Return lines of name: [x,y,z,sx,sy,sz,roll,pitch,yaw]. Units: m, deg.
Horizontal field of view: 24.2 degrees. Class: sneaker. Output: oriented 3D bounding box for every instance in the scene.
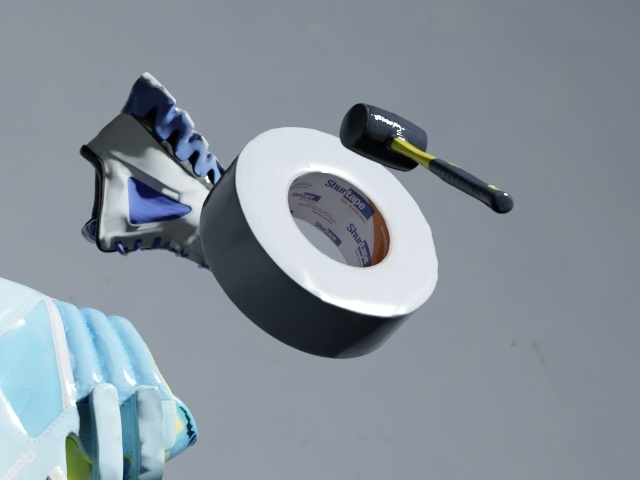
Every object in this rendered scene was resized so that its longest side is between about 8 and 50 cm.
sneaker: [-0.181,0.166,0.919,0.208,0.127,0.319,14,62,-19]
sneaker: [-0.177,-0.022,1.762,0.182,0.127,0.315,-39,105,-4]

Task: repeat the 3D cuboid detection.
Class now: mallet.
mallet: [0.070,-0.056,1.039,0.062,0.190,0.039,21,98,-23]

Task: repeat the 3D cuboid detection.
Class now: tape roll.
tape roll: [0.000,0.000,1.385,0.219,0.072,0.219,22,43,-21]
